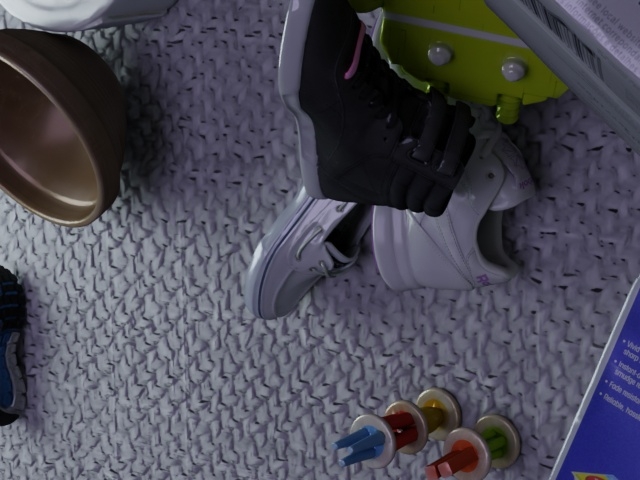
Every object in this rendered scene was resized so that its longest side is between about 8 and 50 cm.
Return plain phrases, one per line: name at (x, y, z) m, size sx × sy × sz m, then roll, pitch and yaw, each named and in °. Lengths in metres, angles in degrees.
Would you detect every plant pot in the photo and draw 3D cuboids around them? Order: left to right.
plant pot at (-0.281, -0.138, 1.951) m, size 0.237 × 0.110 × 0.237 m, roll 30°, pitch 146°, yaw 22°

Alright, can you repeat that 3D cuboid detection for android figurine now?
android figurine at (0.135, -0.201, 1.498) m, size 0.248 × 0.056 × 0.273 m, roll 14°, pitch 138°, yaw 6°

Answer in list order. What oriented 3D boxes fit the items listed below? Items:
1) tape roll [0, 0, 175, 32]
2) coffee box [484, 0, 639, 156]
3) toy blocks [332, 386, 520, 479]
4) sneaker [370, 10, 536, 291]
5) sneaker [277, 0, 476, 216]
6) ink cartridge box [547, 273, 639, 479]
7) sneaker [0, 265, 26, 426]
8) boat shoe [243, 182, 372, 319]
tape roll at (-0.242, -0.354, 1.901) m, size 0.286 × 0.100 × 0.286 m, roll 10°, pitch 107°, yaw 38°
coffee box at (0.322, -0.190, 1.193) m, size 0.334 × 0.338 × 0.337 m, roll -45°, pitch 82°, yaw 4°
toy blocks at (0.093, 0.189, 1.712) m, size 0.123 × 0.148 × 0.054 m, roll 22°, pitch 115°, yaw 35°
sneaker at (0.122, -0.101, 1.664) m, size 0.152 × 0.114 × 0.305 m, roll 5°, pitch 108°, yaw 26°
sneaker at (0.052, -0.119, 1.513) m, size 0.147 × 0.104 × 0.296 m, roll 11°, pitch 152°, yaw 14°
ink cartridge box at (0.359, 0.171, 1.532) m, size 0.303 × 0.072 × 0.307 m, roll 33°, pitch 111°, yaw 31°
sneaker at (-0.389, 0.115, 2.161) m, size 0.083 × 0.071 × 0.191 m, roll 19°, pitch 112°, yaw 42°
boat shoe at (0.000, 0.000, 1.789) m, size 0.076 × 0.083 × 0.226 m, roll 43°, pitch 124°, yaw 26°
